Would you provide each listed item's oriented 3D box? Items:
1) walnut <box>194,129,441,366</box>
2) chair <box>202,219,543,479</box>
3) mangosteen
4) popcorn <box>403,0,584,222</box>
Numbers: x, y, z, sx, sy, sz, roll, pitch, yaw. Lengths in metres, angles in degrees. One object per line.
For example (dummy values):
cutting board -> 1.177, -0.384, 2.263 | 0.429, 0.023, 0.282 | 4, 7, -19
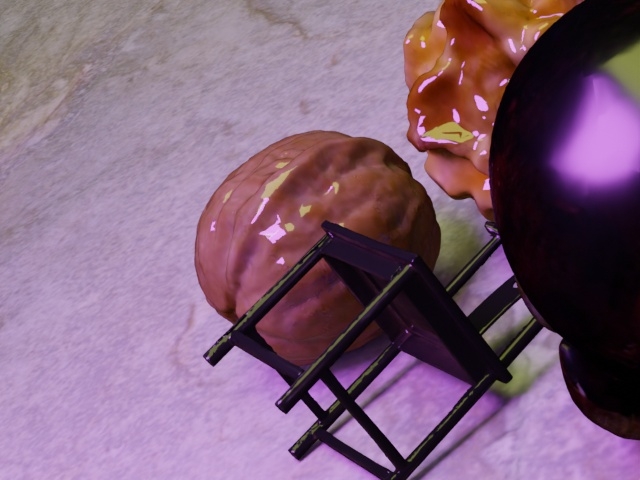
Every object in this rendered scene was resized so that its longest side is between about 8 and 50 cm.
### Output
walnut -> 0.000, 0.000, 1.317 | 0.213, 0.213, 0.213 | -24, 25, 12
chair -> 0.067, 0.055, 1.164 | 0.260, 0.141, 0.154 | -46, 28, -12
mangosteen -> 0.240, -0.017, 0.967 | 0.313, 0.297, 0.297 | -62, 20, 14
popcorn -> 0.214, -0.161, 1.318 | 0.332, 0.265, 0.225 | -20, 49, -26
